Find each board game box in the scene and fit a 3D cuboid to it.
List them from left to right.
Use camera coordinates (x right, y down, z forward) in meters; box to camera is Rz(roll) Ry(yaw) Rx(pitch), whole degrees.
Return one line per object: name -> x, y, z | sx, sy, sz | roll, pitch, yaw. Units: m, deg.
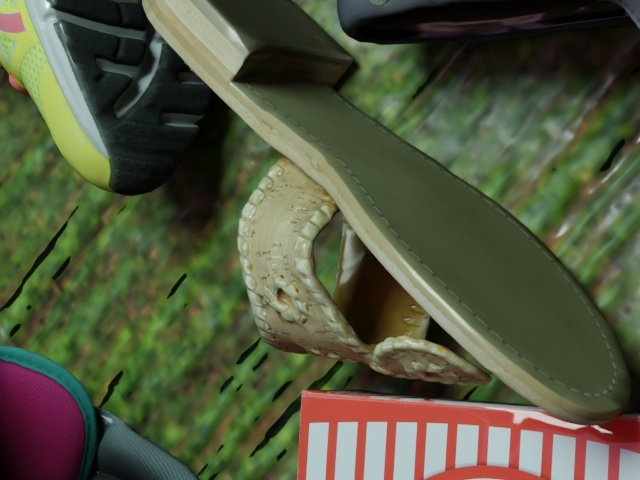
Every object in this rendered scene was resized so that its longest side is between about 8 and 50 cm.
board game box -> 0.061, 0.148, 0.536 | 0.147, 0.045, 0.193 | 0, 85, 29

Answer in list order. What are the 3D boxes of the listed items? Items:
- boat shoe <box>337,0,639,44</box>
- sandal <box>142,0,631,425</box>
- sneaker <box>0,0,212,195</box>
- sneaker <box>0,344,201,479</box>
boat shoe -> 0.124, -0.084, 0.496 | 0.285, 0.103, 0.092 | 12, 97, 33
sandal -> 0.004, 0.000, 0.568 | 0.240, 0.088, 0.079 | 50, 118, 31
sneaker -> -0.114, -0.095, 0.646 | 0.094, 0.081, 0.208 | -41, 62, 28
sneaker -> -0.149, 0.125, 0.609 | 0.295, 0.124, 0.178 | 2, 90, 24
